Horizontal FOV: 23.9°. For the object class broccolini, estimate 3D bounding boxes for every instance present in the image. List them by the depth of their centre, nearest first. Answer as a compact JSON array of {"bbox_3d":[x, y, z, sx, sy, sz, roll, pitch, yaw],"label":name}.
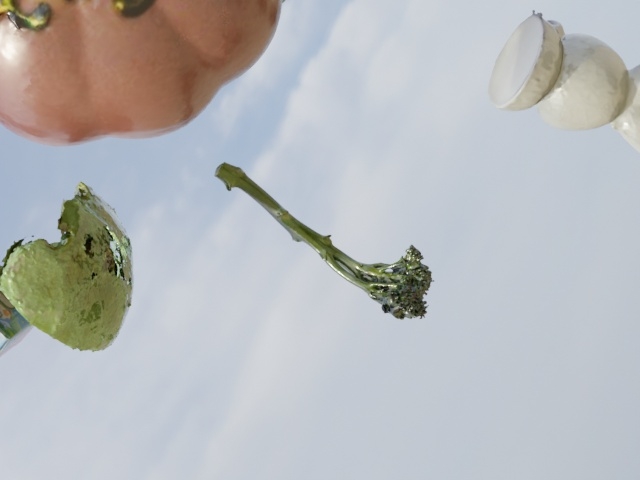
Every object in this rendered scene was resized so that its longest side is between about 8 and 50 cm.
[{"bbox_3d":[0.000,0.004,1.144,0.054,0.194,0.052,-56,-11,-25],"label":"broccolini"}]

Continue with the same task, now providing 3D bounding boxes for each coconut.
[{"bbox_3d":[-0.170,0.021,1.108,0.158,0.055,0.133,-76,-34,-54],"label":"coconut"}]

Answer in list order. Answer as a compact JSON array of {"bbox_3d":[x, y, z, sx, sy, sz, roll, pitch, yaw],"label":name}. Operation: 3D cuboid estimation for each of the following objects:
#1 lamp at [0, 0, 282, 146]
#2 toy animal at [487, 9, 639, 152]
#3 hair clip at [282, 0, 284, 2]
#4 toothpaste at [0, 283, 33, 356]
[{"bbox_3d":[-0.168,-0.218,1.103,0.239,0.305,0.305,166,129,-88],"label":"lamp"},{"bbox_3d":[0.284,-0.150,1.510,0.131,0.220,0.104,-146,73,-73],"label":"toy animal"},{"bbox_3d":[-0.018,-0.300,1.382,0.062,0.056,0.214,23,-97,-61],"label":"hair clip"},{"bbox_3d":[-0.314,0.016,1.191,0.044,0.193,0.070,-46,-1,36],"label":"toothpaste"}]
